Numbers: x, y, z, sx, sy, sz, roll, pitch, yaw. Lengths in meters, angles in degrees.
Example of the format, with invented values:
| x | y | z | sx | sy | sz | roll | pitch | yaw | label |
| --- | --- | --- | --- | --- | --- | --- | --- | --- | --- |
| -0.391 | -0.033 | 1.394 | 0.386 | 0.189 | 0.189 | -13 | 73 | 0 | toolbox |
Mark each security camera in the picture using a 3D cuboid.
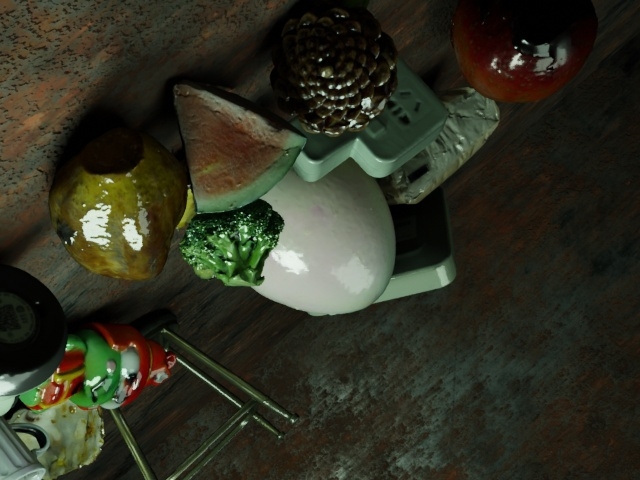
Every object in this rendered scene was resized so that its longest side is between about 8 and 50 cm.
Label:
| x | y | z | sx | sy | sz | roll | pitch | yaw | label |
| --- | --- | --- | --- | --- | --- | --- | --- | --- | --- |
| -0.507 | 0.177 | 1.215 | 0.191 | 0.197 | 0.277 | -11 | 155 | -49 | security camera |

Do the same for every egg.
| x | y | z | sx | sy | sz | roll | pitch | yaw | label |
| --- | --- | --- | --- | --- | --- | --- | --- | --- | --- |
| 0.000 | 0.000 | 1.747 | 0.354 | 0.340 | 0.354 | -40 | 168 | -11 | egg |

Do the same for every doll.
| x | y | z | sx | sy | sz | roll | pitch | yaw | label |
| --- | --- | --- | --- | --- | --- | --- | --- | --- | --- |
| -0.436 | 0.251 | 1.669 | 0.363 | 0.160 | 0.182 | 6 | 114 | -49 | doll |

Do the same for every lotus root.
| x | y | z | sx | sy | sz | roll | pitch | yaw | label |
| --- | --- | --- | --- | --- | --- | --- | --- | --- | --- |
| -0.282 | -0.050 | 1.159 | 0.193 | 0.193 | 0.291 | -36 | 169 | -22 | lotus root |

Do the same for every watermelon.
| x | y | z | sx | sy | sz | roll | pitch | yaw | label |
| --- | --- | --- | --- | --- | --- | --- | --- | --- | --- |
| -0.152 | -0.142 | 1.221 | 0.207 | 0.202 | 0.136 | -53 | -166 | -16 | watermelon |

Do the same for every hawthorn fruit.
| x | y | z | sx | sy | sz | roll | pitch | yaw | label |
| --- | --- | --- | --- | --- | --- | --- | --- | --- | --- |
| 0.402 | -0.415 | 1.656 | 0.316 | 0.316 | 0.316 | -39 | 167 | -10 | hawthorn fruit |

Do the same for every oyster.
| x | y | z | sx | sy | sz | roll | pitch | yaw | label |
| --- | --- | --- | --- | --- | --- | --- | --- | --- | --- |
| -0.565 | 0.403 | 1.820 | 0.396 | 0.204 | 0.111 | -44 | -165 | 21 | oyster |

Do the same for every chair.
| x | y | z | sx | sy | sz | roll | pitch | yaw | label |
| --- | --- | --- | --- | --- | --- | --- | --- | --- | --- |
| -0.335 | 0.413 | 1.955 | 0.362 | 0.410 | 0.364 | -42 | 171 | -19 | chair |

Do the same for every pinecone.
| x | y | z | sx | sy | sz | roll | pitch | yaw | label |
| --- | --- | --- | --- | --- | --- | --- | --- | --- | --- |
| 0.027 | -0.258 | 1.271 | 0.208 | 0.207 | 0.207 | -39 | 167 | -10 | pinecone |

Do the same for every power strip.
| x | y | z | sx | sy | sz | roll | pitch | yaw | label |
| --- | --- | --- | --- | --- | --- | --- | --- | --- | --- |
| 0.052 | -0.203 | 1.443 | 0.261 | 0.229 | 0.141 | -38 | 168 | -16 | power strip |

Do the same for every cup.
| x | y | z | sx | sy | sz | roll | pitch | yaw | label |
| --- | --- | --- | --- | --- | --- | --- | --- | --- | --- |
| -0.632 | 0.404 | 1.560 | 0.167 | 0.202 | 0.221 | -41 | 168 | -2 | cup |

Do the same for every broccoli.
| x | y | z | sx | sy | sz | roll | pitch | yaw | label |
| --- | --- | --- | --- | --- | --- | --- | --- | --- | --- |
| -0.149 | -0.002 | 1.406 | 0.196 | 0.156 | 0.195 | 0 | 173 | 0 | broccoli |

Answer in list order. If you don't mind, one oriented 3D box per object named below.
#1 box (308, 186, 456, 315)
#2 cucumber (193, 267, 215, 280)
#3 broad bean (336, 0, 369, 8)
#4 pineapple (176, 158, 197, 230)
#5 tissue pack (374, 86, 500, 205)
| x | y | z | sx | sy | sz | roll | pitch | yaw | label |
| --- | --- | --- | --- | --- | --- | --- | --- | --- | --- |
| 0.133 | 0.012 | 2.002 | 0.367 | 0.090 | 0.373 | -14 | -149 | 12 | box |
| -0.195 | 0.041 | 1.934 | 0.067 | 0.067 | 0.293 | -46 | 168 | 21 | cucumber |
| 0.056 | -0.393 | 1.242 | 0.060 | 0.043 | 0.297 | -26 | 163 | -14 | broad bean |
| -0.197 | -0.102 | 1.408 | 0.225 | 0.076 | 0.225 | -35 | 168 | -8 | pineapple |
| 0.216 | -0.219 | 2.006 | 0.390 | 0.195 | 0.375 | -38 | -172 | -16 | tissue pack |
